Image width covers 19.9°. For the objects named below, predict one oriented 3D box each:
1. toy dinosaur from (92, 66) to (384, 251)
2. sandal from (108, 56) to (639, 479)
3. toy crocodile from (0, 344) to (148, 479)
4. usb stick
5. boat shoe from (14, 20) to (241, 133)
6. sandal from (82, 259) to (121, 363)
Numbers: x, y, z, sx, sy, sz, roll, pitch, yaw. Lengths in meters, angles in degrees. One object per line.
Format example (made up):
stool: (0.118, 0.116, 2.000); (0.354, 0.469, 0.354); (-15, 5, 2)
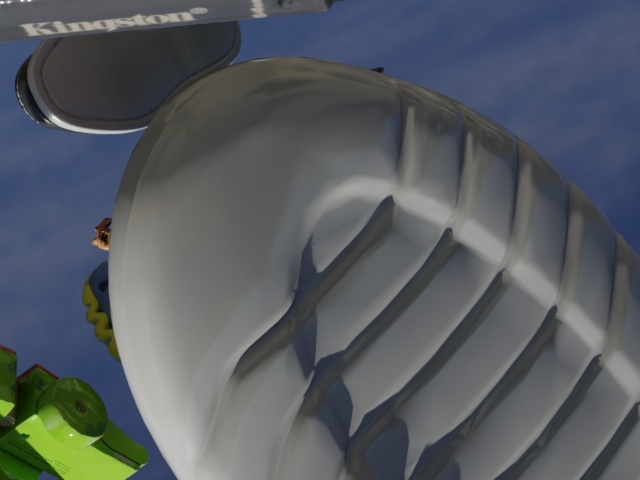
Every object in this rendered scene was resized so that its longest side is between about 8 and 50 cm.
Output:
toy dinosaur: (0.000, 0.000, 1.329); (0.164, 0.322, 0.218); (112, -5, -48)
sandal: (0.080, 0.093, 0.645); (0.102, 0.416, 0.169); (0, -122, 59)
toy crocodile: (-0.302, 0.137, 1.643); (0.115, 0.340, 0.105); (-39, -145, 31)
usb stick: (-0.124, -0.135, 0.972); (0.278, 0.077, 0.045); (-5, -110, 4)
boat shoe: (-0.178, -0.148, 1.593); (0.091, 0.114, 0.302); (-19, -176, 32)
sandal: (-0.095, 0.118, 1.757); (0.138, 0.317, 0.126); (-51, 166, 3)
